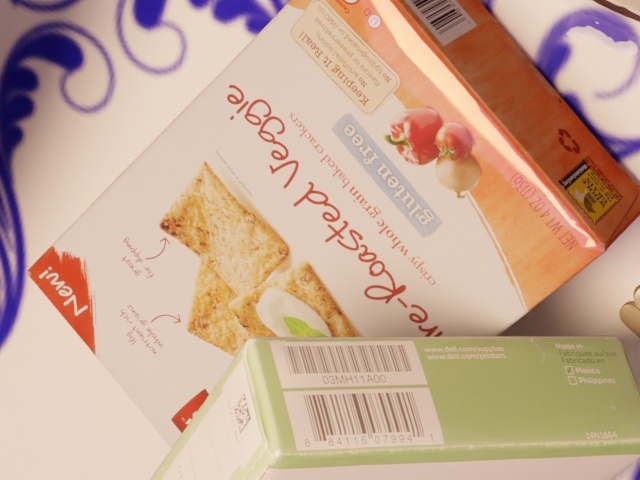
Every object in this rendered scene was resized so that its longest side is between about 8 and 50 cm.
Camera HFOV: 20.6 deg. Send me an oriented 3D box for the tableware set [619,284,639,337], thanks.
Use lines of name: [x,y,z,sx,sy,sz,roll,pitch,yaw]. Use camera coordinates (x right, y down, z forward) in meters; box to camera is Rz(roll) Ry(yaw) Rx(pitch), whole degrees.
tableware set: [0.218,0.057,0.675,0.194,0.039,0.128,43,122,7]

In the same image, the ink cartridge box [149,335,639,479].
ink cartridge box: [0.007,0.122,0.740,0.235,0.171,0.056,-54,44,47]

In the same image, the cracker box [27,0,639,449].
cracker box: [0.000,0.000,0.752,0.156,0.067,0.232,50,123,3]
